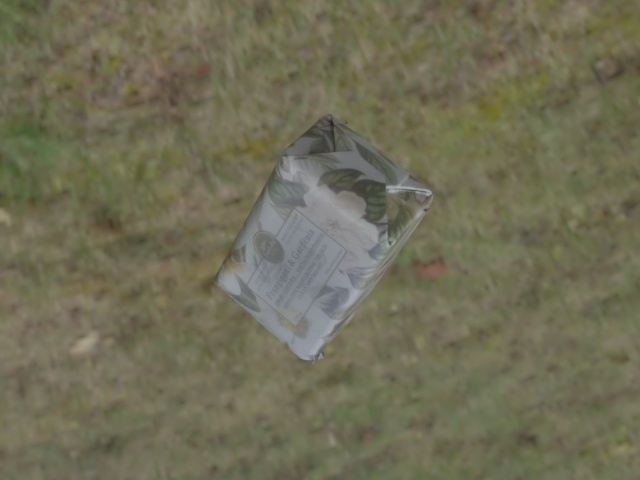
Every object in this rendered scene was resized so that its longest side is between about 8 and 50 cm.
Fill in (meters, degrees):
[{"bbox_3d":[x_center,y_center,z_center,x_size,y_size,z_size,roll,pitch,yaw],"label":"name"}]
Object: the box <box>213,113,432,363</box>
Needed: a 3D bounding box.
[{"bbox_3d":[0.000,0.000,0.762,0.045,0.062,0.098,-46,170,-40],"label":"box"}]
